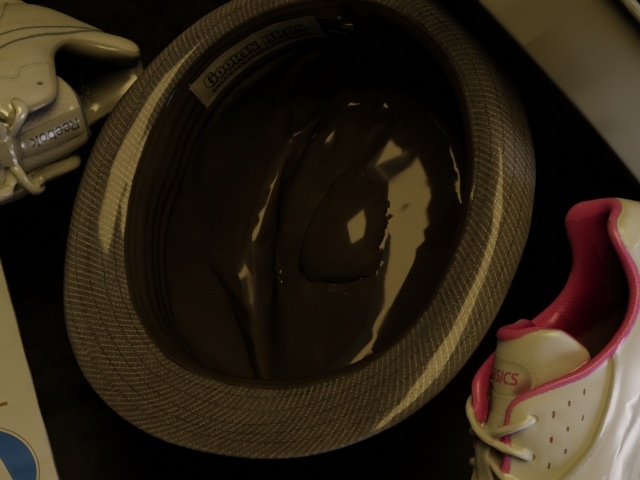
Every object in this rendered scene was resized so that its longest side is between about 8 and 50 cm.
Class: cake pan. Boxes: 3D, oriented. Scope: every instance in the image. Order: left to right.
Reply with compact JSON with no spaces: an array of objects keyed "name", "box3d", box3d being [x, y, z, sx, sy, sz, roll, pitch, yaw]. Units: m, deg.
[{"name":"cake pan","box3d":[0.131,-0.099,1.045,0.054,0.293,0.293,-42,65,3]}]

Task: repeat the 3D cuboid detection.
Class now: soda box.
[{"name":"soda box","box3d":[-0.176,0.104,1.010,0.074,0.069,0.216,-15,59,-10]}]

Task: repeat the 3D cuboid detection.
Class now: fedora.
[{"name":"fedora","box3d":[0.000,0.000,1.035,0.244,0.124,0.275,0,67,18]}]

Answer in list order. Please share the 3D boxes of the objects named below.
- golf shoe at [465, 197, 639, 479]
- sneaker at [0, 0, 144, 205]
[{"name":"golf shoe","box3d":[0.105,0.117,0.940,0.140,0.115,0.306,37,77,-26]},{"name":"sneaker","box3d":[-0.199,-0.056,1.027,0.129,0.111,0.297,8,35,24]}]
